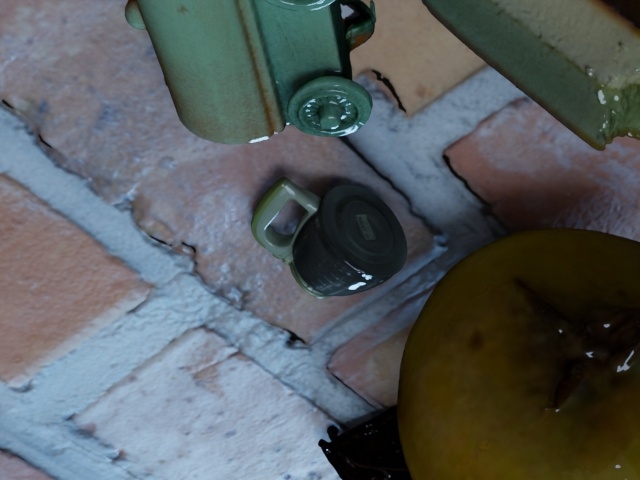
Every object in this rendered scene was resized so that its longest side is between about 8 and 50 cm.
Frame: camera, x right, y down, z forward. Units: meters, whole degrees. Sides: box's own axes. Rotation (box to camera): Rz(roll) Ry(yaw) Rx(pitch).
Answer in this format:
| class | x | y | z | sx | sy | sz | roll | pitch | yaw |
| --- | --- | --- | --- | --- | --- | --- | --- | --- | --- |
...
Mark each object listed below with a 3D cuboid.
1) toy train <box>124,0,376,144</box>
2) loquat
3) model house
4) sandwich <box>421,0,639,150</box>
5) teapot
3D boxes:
| class | x | y | z | sx | sy | sz | roll | pitch | yaw |
| --- | --- | --- | --- | --- | --- | --- | --- | --- | --- |
| toy train | -0.054 | -0.170 | 1.081 | 0.177 | 0.116 | 0.285 | -3 | 150 | 7 |
| loquat | 0.229 | 0.162 | 1.373 | 0.328 | 0.328 | 0.359 | -12 | 153 | -7 |
| model house | 0.100 | 0.266 | 1.551 | 0.164 | 0.141 | 0.203 | -12 | 135 | 27 |
| sandwich | 0.191 | -0.163 | 1.141 | 0.220 | 0.186 | 0.108 | 11 | 126 | -26 |
| teapot | 0.006 | -0.002 | 1.322 | 0.091 | 0.124 | 0.092 | -41 | 175 | 41 |
